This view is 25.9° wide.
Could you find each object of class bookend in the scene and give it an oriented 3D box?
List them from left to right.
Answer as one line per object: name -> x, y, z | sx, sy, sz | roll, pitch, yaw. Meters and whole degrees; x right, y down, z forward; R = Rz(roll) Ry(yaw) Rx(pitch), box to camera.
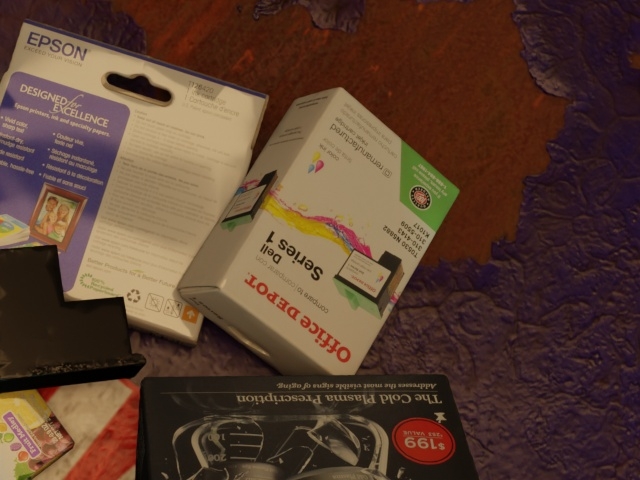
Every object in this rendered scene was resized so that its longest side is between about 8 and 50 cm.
bookend -> -0.282, 0.075, 1.504 | 0.156, 0.072, 0.157 | -6, 74, -21

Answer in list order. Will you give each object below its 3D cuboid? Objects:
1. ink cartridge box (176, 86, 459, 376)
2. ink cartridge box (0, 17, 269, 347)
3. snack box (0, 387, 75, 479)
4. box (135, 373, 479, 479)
ink cartridge box -> 0.000, 0.000, 1.584 | 0.201, 0.117, 0.278 | 39, 70, -22
ink cartridge box -> -0.245, -0.065, 1.610 | 0.303, 0.072, 0.307 | 18, 73, -6
snack box -> -0.400, 0.216, 1.507 | 0.207, 0.070, 0.174 | -37, 86, -16
box -> -0.011, 0.305, 1.431 | 0.343, 0.179, 0.312 | 0, 39, -12
